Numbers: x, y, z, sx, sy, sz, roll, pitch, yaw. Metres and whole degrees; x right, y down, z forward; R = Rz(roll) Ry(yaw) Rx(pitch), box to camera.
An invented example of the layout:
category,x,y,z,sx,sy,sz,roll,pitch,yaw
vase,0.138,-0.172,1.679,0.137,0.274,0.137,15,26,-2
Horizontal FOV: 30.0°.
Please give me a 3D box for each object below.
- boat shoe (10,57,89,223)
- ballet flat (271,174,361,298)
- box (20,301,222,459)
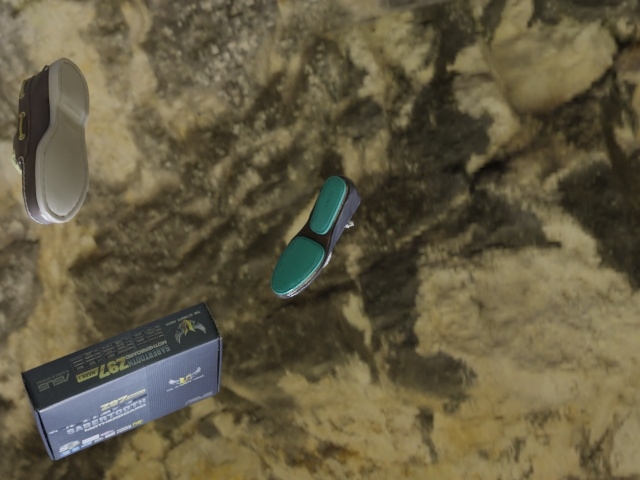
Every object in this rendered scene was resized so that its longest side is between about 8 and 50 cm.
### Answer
category,x,y,z,sx,sy,sz,roll,pitch,yaw
boat shoe,-0.446,-0.154,1.939,0.096,0.116,0.324,-19,-126,21
ballet flat,0.000,0.000,1.762,0.074,0.074,0.203,30,-87,30
box,-0.236,0.174,1.450,0.232,0.183,0.059,-21,-115,-17
